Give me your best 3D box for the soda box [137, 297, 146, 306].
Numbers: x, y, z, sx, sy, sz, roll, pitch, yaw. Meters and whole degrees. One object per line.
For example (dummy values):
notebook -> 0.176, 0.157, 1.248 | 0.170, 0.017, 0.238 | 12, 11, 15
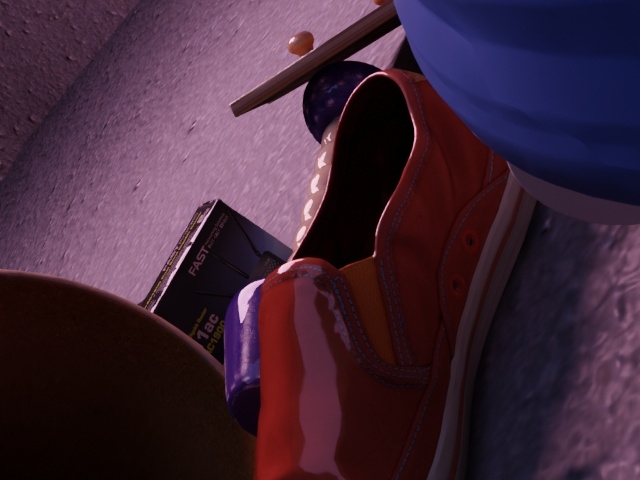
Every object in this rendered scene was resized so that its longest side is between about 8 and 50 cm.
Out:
soda box -> -0.115, 0.077, 0.917 | 0.169, 0.060, 0.053 | -34, 29, 47

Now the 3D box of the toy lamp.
toy lamp -> 0.000, 0.000, 0.739 | 0.080, 0.080, 0.274 | -41, 20, 37

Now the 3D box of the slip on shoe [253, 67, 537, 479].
slip on shoe -> 0.010, 0.056, 0.571 | 0.123, 0.101, 0.331 | -28, 34, 52

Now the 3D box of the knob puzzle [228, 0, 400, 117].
knob puzzle -> 0.032, -0.155, 0.877 | 0.213, 0.030, 0.213 | -32, 4, 2

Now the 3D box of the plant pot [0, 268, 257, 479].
plant pot -> -0.177, 0.185, 0.672 | 0.237, 0.237, 0.254 | -84, 19, -55

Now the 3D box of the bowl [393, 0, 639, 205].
bowl -> 0.181, -0.179, 0.391 | 0.391, 0.077, 0.391 | -28, 34, 21

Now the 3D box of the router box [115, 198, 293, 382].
router box -> -0.060, 0.049, 0.774 | 0.122, 0.092, 0.038 | -62, 19, -19

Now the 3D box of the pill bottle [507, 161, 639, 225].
pill bottle -> 0.128, -0.099, 0.524 | 0.108, 0.108, 0.180 | -37, 26, 45
